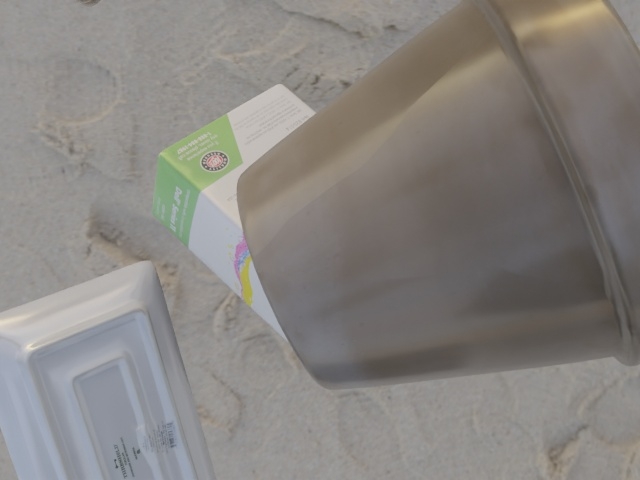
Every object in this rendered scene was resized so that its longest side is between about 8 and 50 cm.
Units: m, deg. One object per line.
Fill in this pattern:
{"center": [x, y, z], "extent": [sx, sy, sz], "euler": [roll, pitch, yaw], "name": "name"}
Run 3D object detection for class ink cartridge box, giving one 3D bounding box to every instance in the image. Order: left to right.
{"center": [0.000, 0.000, 0.968], "extent": [0.353, 0.207, 0.119], "euler": [42, 144, 15], "name": "ink cartridge box"}

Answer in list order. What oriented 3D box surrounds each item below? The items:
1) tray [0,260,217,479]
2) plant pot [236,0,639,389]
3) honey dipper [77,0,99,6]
{"center": [-0.151, 0.164, 0.636], "extent": [0.030, 0.145, 0.270], "euler": [7, 115, 54], "name": "tray"}
{"center": [0.100, -0.020, 0.657], "extent": [0.280, 0.323, 0.323], "euler": [-23, 93, 9], "name": "plant pot"}
{"center": [-0.248, -0.250, 0.731], "extent": [0.030, 0.161, 0.030], "euler": [-3, 81, 20], "name": "honey dipper"}
